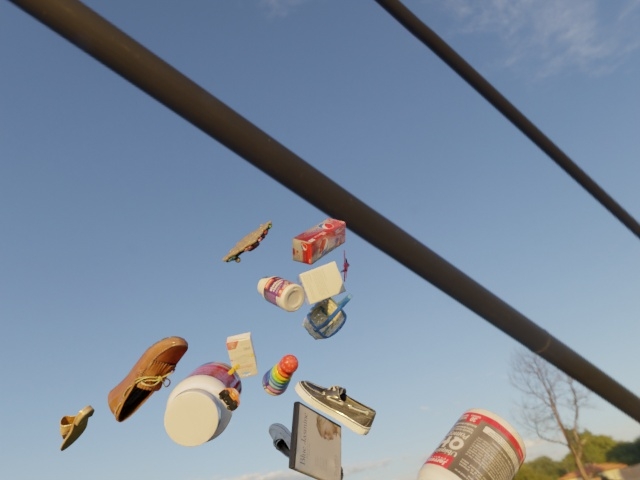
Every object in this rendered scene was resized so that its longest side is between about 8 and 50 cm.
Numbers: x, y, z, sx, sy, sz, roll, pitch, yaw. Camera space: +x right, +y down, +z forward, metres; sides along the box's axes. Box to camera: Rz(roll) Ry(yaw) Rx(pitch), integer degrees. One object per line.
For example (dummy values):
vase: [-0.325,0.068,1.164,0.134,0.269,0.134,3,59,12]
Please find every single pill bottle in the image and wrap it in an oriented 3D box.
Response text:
pill bottle: [0.343,0.572,1.034,0.318,0.176,0.176,-31,-22,-36]
pill bottle: [-0.422,0.589,1.572,0.229,0.229,0.407,-10,-5,-4]
pill bottle: [-0.158,0.199,1.668,0.108,0.108,0.193,26,-8,-42]

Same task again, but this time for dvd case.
dvd case: [-0.008,0.610,1.288,0.022,0.180,0.253,-21,-46,26]

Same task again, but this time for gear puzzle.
gear puzzle: [-0.266,-0.002,1.715,0.175,0.339,0.044,-31,-77,18]

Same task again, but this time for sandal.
sandal: [-0.891,0.652,1.549,0.240,0.079,0.088,-52,-10,24]

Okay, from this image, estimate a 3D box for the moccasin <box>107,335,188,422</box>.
moccasin: [-0.623,0.503,1.571,0.380,0.147,0.139,-43,-40,0]

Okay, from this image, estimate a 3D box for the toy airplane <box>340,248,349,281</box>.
toy airplane: [0.110,0.115,1.883,0.028,0.151,0.151,1,-34,9]

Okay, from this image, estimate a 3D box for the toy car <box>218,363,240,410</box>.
toy car: [-0.202,0.354,1.042,0.040,0.060,0.122,-30,-29,-60]

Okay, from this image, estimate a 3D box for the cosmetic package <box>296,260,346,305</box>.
cosmetic package: [-0.001,0.206,2.041,0.184,0.151,0.151,-19,-7,-13]

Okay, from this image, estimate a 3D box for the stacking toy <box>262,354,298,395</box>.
stacking toy: [-0.186,0.662,2.149,0.141,0.141,0.330,4,-35,-22]

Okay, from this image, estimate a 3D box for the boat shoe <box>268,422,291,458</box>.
boat shoe: [-0.190,0.999,2.136,0.088,0.267,0.096,2,-77,-42]

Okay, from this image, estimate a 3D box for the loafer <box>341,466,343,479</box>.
loafer: [0.055,0.809,1.432,0.045,0.039,0.125,3,-69,-42]

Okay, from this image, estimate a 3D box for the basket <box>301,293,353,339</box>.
basket: [0.047,0.423,2.425,0.255,0.201,0.289,-39,-8,-38]

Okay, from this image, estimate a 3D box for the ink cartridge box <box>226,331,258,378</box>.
ink cartridge box: [-0.369,0.549,2.051,0.115,0.067,0.198,-11,-75,-6]

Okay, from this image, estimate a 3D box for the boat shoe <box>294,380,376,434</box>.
boat shoe: [0.052,0.558,1.518,0.108,0.301,0.102,17,-83,-65]

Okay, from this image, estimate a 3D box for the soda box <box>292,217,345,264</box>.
soda box: [0.000,0.000,1.612,0.083,0.263,0.092,13,-65,28]
